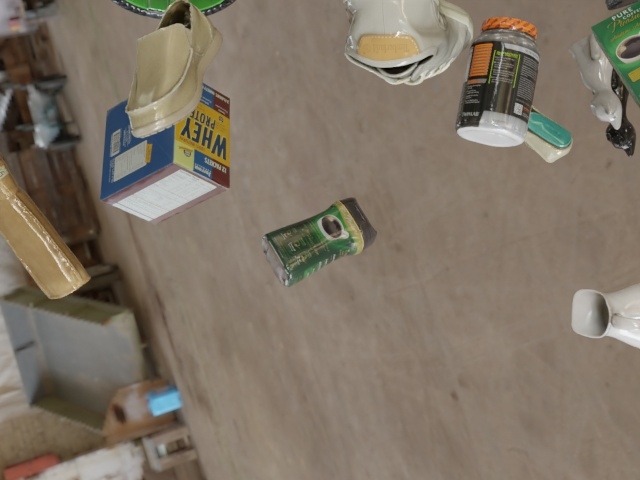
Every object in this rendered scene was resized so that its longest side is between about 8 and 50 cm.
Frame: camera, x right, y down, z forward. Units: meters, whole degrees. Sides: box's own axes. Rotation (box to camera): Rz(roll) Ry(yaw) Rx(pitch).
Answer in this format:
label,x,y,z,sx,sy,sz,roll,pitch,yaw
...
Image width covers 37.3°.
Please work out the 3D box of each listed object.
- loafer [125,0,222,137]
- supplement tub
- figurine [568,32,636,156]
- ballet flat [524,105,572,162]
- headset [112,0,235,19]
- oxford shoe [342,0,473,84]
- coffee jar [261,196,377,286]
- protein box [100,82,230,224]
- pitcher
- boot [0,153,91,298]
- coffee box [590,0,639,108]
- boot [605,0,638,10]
label,x,y,z,sx,sy,sz,roll,pitch,yaw
loafer,-0.212,-0.239,1.296,0.092,0.102,0.268,56,-152,-32
supplement tub,0.291,-0.257,1.544,0.117,0.117,0.190,177,107,-69
figurine,0.609,-0.305,2.005,0.215,0.092,0.209,34,-137,-53
ballet flat,0.421,-0.256,2.012,0.248,0.086,0.086,43,152,9
headset,-0.212,-0.491,1.447,0.394,0.243,0.185,135,136,-61
oxford shoe,0.128,-0.290,1.386,0.449,0.169,0.130,-19,-72,-74
coffee jar,0.000,0.000,1.610,0.096,0.184,0.079,59,161,19
protein box,-0.283,-0.169,1.742,0.201,0.136,0.200,-22,58,34
pitcher,0.576,0.137,1.671,0.178,0.207,0.125,-153,67,-73
boot,-0.532,-0.020,1.632,0.269,0.089,0.236,57,153,-16
coffee box,0.516,-0.295,1.490,0.040,0.113,0.184,44,-159,-51
boot,0.585,-0.579,1.867,0.246,0.094,0.207,-1,-104,-73
